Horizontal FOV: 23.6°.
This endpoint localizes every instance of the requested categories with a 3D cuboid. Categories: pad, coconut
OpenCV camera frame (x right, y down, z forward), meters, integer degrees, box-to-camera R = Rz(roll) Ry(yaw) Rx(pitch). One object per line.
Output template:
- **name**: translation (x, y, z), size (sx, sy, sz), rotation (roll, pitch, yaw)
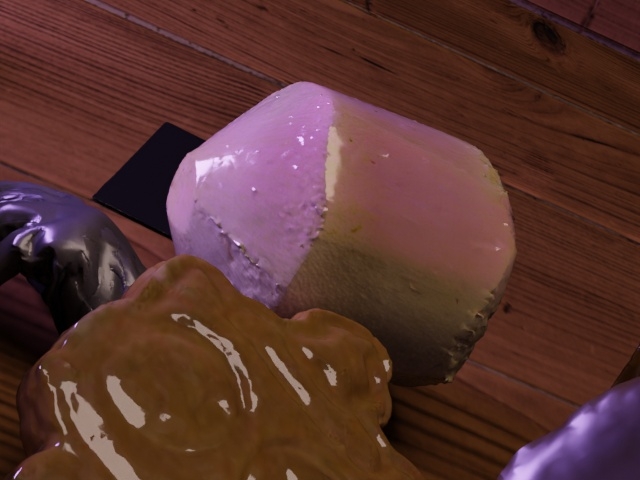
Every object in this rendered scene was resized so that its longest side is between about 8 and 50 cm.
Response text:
- **pad**: translation (-0.099, -0.040, 1.415), size (0.170, 0.006, 0.245), rotation (25, 22, 0)
- **coconut**: translation (0.000, 0.000, 1.172), size (0.245, 0.233, 0.233), rotation (20, 23, -17)

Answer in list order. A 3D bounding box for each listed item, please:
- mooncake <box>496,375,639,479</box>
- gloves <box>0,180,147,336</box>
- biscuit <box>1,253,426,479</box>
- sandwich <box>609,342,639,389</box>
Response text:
- **mooncake**: translation (0.235, 0.227, 0.798), size (0.324, 0.324, 0.187), rotation (50, -1, 44)
- **gloves**: translation (-0.168, 0.038, 1.061), size (0.285, 0.119, 0.142), rotation (30, -9, 16)
- **biscuit**: translation (-0.045, 0.137, 0.913), size (0.269, 0.051, 0.376), rotation (47, 35, 1)
- **sandwich**: translation (0.262, 0.160, 1.165), size (0.113, 0.163, 0.079), rotation (36, 24, 20)
